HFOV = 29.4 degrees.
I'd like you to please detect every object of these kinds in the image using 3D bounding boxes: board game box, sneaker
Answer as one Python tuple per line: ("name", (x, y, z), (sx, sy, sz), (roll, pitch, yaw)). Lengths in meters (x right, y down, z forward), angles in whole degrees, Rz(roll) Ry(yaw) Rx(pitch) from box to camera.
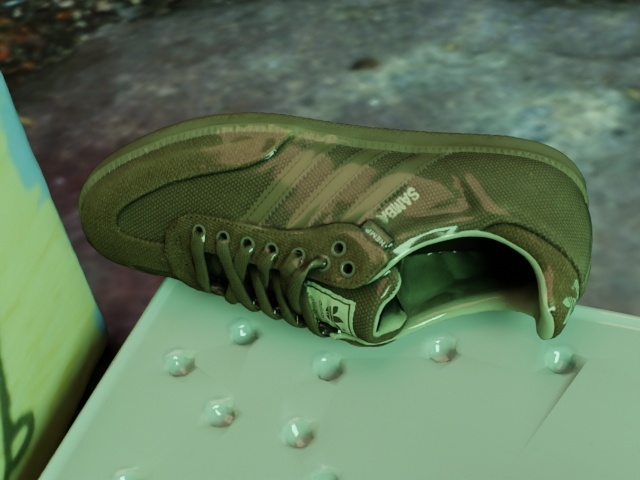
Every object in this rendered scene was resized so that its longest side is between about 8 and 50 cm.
("board game box", (0.060, 0.180, 0.319), (0.389, 0.050, 0.390), (10, 48, 21))
("sneaker", (0.000, 0.000, 0.429), (0.188, 0.066, 0.071), (-2, 46, 10))

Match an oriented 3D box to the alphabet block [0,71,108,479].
("alphabet block", (-0.212, 0.041, 0.413), (0.193, 0.192, 0.197), (3, 47, 16))
